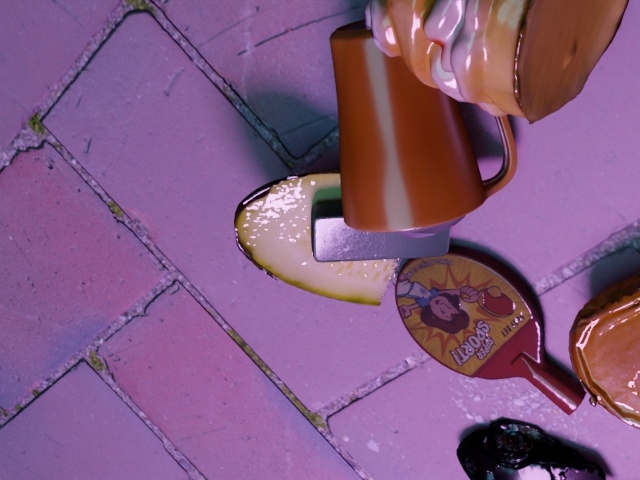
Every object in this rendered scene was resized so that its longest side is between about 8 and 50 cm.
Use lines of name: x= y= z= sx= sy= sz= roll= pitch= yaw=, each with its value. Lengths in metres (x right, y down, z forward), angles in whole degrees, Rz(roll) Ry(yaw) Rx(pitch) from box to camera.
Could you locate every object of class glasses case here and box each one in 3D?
glasses case: x=0.080 y=-0.014 z=1.398 sx=0.184 sy=0.039 sz=0.078 roll=-3 pitch=126 yaw=-5

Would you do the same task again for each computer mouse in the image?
computer mouse: x=0.309 y=0.353 z=1.542 sx=0.241 sy=0.077 sz=0.146 roll=12 pitch=127 yaw=23

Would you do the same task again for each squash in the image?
squash: x=0.000 y=0.000 z=1.440 sx=0.204 sy=0.155 sz=0.237 roll=26 pitch=126 yaw=14

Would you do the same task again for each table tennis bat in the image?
table tennis bat: x=0.240 y=0.129 z=1.465 sx=0.310 sy=0.038 sz=0.200 roll=40 pitch=132 yaw=6

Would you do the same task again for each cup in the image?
cup: x=0.120 y=-0.143 z=1.281 sx=0.226 sy=0.182 sz=0.264 roll=-12 pitch=107 yaw=-3

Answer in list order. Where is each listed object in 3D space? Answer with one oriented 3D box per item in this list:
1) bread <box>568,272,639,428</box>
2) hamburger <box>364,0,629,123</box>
bread: x=0.417 y=0.131 z=1.309 sx=0.199 sy=0.104 sz=0.199 roll=16 pitch=118 yaw=33
hamburger: x=0.176 y=-0.273 z=1.090 sx=0.237 sy=0.276 sz=0.276 roll=28 pitch=131 yaw=27
